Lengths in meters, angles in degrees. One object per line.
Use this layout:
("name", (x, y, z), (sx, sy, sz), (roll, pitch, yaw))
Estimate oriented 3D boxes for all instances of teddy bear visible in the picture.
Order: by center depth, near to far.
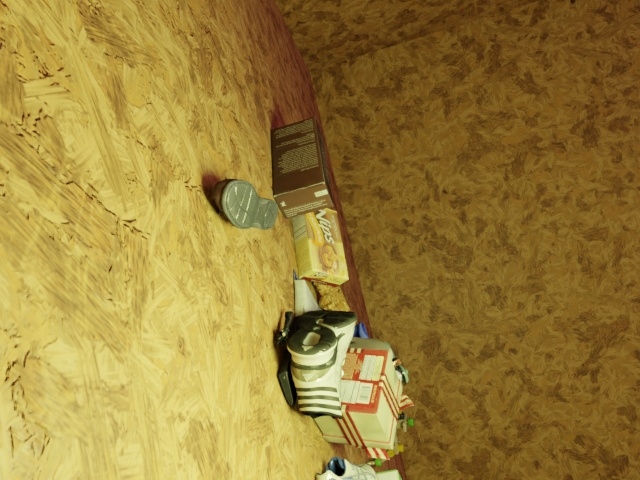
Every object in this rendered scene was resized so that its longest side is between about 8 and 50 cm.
("teddy bear", (0.007, 0.153, 2.034), (0.245, 0.113, 0.337), (-95, 162, -79))

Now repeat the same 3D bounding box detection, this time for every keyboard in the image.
("keyboard", (-0.085, 0.305, 1.413), (0.317, 0.033, 0.201), (-79, 160, -71))

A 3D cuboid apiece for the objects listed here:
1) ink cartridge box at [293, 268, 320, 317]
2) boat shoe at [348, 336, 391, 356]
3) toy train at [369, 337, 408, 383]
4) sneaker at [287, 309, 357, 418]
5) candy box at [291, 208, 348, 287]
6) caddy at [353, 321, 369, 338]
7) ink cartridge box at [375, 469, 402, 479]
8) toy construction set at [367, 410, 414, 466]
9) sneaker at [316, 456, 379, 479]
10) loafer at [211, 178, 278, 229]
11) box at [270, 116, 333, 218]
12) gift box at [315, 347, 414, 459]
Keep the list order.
("ink cartridge box", (-0.038, 0.244, 1.737), (0.223, 0.045, 0.223), (66, 13, -46))
("boat shoe", (0.133, 0.438, 1.765), (0.341, 0.127, 0.158), (2, -75, 56))
("toy train", (0.219, 0.473, 1.901), (0.190, 0.142, 0.334), (64, -12, 6))
("sneaker", (0.004, 0.362, 1.449), (0.447, 0.169, 0.257), (-27, 118, -74))
("candy box", (-0.006, 0.010, 1.906), (0.183, 0.088, 0.316), (18, 50, -38))
("caddy", (0.187, 0.527, 2.248), (0.241, 0.179, 0.341), (-95, 167, -49))
("ink cartridge box", (0.191, 0.885, 1.643), (0.117, 0.202, 0.278), (-95, 167, -48))
("toy construction set", (0.344, 0.937, 2.381), (0.309, 0.238, 0.257), (60, 18, -61))
("sneaker", (0.084, 0.695, 1.467), (0.296, 0.112, 0.130), (14, 55, -66))
("loafer", (-0.199, -0.085, 1.214), (0.302, 0.095, 0.109), (26, 81, -73))
("box", (-0.074, -0.279, 1.868), (0.143, 0.191, 0.381), (66, 14, -47))
("gift box", (0.135, 0.510, 1.555), (0.258, 0.277, 0.255), (69, 34, -40))
